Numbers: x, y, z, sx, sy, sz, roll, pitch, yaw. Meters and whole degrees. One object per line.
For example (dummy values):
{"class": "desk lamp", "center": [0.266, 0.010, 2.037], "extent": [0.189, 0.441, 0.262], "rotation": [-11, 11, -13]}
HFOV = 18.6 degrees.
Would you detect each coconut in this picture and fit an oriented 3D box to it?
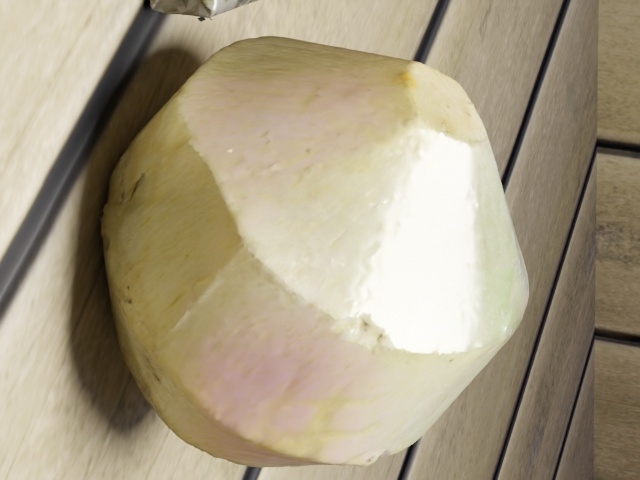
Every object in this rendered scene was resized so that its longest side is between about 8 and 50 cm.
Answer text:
{"class": "coconut", "center": [0.000, 0.000, 1.134], "extent": [0.259, 0.259, 0.259], "rotation": [9, 90, -74]}

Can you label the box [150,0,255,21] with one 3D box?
{"class": "box", "center": [-0.063, -0.165, 1.136], "extent": [0.098, 0.045, 0.062], "rotation": [-39, 136, -65]}
